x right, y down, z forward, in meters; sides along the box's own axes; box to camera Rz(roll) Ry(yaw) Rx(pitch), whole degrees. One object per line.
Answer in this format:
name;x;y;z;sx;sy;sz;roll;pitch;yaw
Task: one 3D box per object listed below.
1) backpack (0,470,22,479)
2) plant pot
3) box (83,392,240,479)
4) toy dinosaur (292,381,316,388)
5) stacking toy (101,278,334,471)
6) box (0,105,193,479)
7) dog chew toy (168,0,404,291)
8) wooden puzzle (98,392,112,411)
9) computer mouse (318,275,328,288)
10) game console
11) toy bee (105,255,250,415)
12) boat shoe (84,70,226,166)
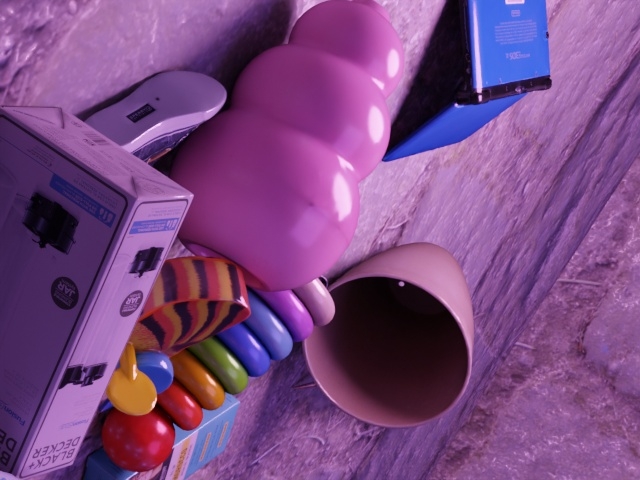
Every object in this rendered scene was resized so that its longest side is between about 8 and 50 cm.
backpack;-0.304;0.328;1.116;0.290;0.273;0.355;-22;136;-9
plant pot;0.132;0.114;2.058;0.274;0.256;0.256;-53;167;-62
box;-0.210;0.280;1.739;0.244;0.060;0.100;-31;147;-50
toy dinosaur;0.036;0.232;2.217;0.112;0.064;0.211;-55;159;-3
stacking toy;-0.141;0.152;1.644;0.330;0.141;0.141;-44;157;-14
box;-0.249;0.047;1.164;0.087;0.169;0.290;-10;131;-63
dog chew toy;-0.022;-0.115;1.419;0.332;0.206;0.206;-61;161;-12
wooden puzzle;-0.253;0.160;1.538;0.078;0.014;0.116;-30;146;-43
computer mouse;0.000;0.000;1.804;0.184;0.060;0.262;-26;144;-53
game console;0.212;-0.256;1.957;0.293;0.173;0.250;-20;107;-59
toy bee;-0.222;0.106;1.328;0.162;0.195;0.298;27;107;-45
boat shoe;-0.170;-0.102;1.288;0.183;0.065;0.083;-32;156;-43
